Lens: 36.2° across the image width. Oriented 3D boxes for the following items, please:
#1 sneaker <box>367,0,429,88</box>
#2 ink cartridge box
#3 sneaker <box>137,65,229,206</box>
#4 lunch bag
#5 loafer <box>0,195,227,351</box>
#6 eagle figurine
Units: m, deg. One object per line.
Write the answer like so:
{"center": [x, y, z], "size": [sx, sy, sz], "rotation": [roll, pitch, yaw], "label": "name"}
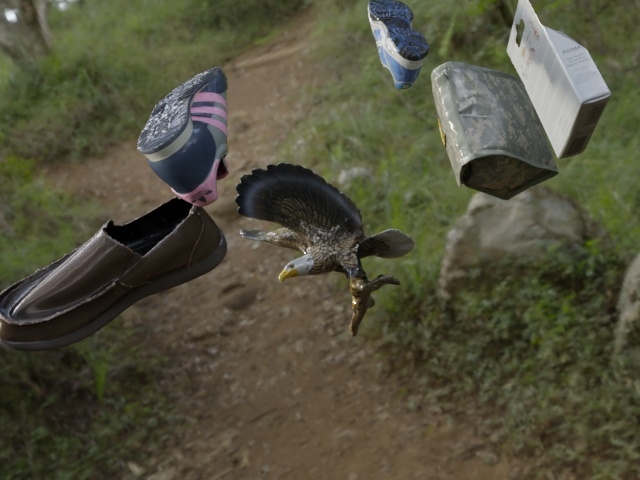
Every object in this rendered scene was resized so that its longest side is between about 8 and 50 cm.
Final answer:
{"center": [0.119, -0.335, 1.636], "size": [0.080, 0.081, 0.211], "rotation": [1, 42, -11], "label": "sneaker"}
{"center": [0.388, -0.278, 1.619], "size": [0.066, 0.232, 0.189], "rotation": [-14, -22, -4], "label": "ink cartridge box"}
{"center": [-0.186, -0.159, 1.484], "size": [0.112, 0.131, 0.319], "rotation": [-24, 25, 21], "label": "sneaker"}
{"center": [0.344, -0.234, 2.070], "size": [0.169, 0.235, 0.287], "rotation": [-29, -27, 36], "label": "lunch bag"}
{"center": [-0.318, 0.030, 1.429], "size": [0.366, 0.130, 0.134], "rotation": [-28, 44, -20], "label": "loafer"}
{"center": [-0.008, 0.002, 1.761], "size": [0.226, 0.298, 0.225], "rotation": [-52, -25, 23], "label": "eagle figurine"}
